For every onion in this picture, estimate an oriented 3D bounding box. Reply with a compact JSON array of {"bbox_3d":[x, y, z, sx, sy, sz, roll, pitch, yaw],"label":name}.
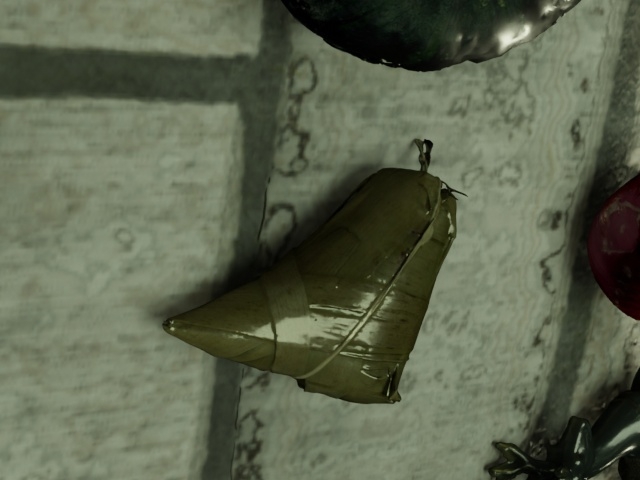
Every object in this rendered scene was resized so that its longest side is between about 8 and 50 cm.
[{"bbox_3d":[0.269,0.004,1.293,0.131,0.131,0.131,-17,117,-36],"label":"onion"}]

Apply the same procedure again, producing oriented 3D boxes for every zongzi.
[{"bbox_3d":[0.000,0.000,1.096,0.178,0.081,0.189,22,85,-34],"label":"zongzi"}]

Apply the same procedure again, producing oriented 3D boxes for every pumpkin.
[{"bbox_3d":[0.065,-0.211,0.980,0.233,0.163,0.233,-7,120,-12],"label":"pumpkin"}]

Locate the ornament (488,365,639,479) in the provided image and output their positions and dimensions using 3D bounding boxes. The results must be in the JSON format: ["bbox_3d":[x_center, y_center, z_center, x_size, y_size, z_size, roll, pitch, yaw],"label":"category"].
[{"bbox_3d":[0.213,0.216,1.363,0.236,0.080,0.202,-28,120,-34],"label":"ornament"}]
